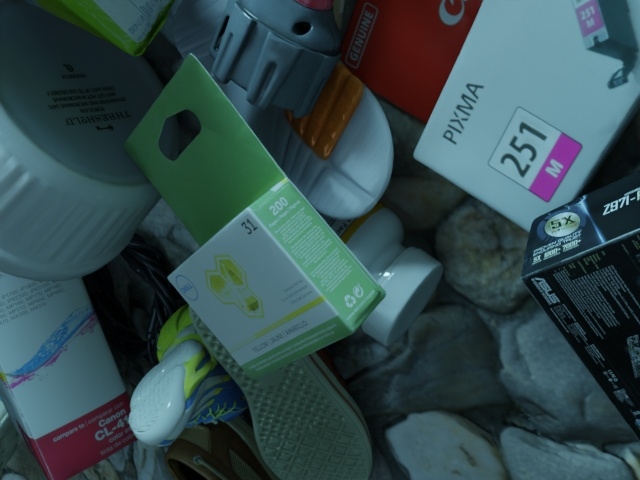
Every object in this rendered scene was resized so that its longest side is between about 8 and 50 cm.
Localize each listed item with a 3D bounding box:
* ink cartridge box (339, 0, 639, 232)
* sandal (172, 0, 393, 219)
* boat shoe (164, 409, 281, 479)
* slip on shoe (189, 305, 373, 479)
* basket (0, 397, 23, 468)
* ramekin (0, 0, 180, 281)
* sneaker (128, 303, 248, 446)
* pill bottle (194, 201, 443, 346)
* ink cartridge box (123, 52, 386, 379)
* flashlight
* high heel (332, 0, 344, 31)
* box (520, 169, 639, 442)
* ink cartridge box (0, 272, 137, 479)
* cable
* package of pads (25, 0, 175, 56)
[{"bbox_3d":[0.129,-0.170,0.583,0.239,0.060,0.275,35,131,15],"label":"ink cartridge box"},{"bbox_3d":[-0.021,-0.128,0.703,0.102,0.076,0.265,-49,66,19],"label":"sandal"},{"bbox_3d":[-0.072,0.350,0.994,0.324,0.120,0.122,51,134,2],"label":"boat shoe"},{"bbox_3d":[-0.030,0.143,0.866,0.123,0.101,0.331,-18,117,17],"label":"slip on shoe"},{"bbox_3d":[-0.558,0.211,1.209,0.289,0.255,0.201,17,128,7],"label":"basket"},{"bbox_3d":[-0.256,-0.109,0.784,0.127,0.273,0.273,-34,92,32],"label":"ramekin"},{"bbox_3d":[-0.118,0.156,0.871,0.091,0.240,0.126,-38,107,17],"label":"sneaker"},{"bbox_3d":[0.000,0.000,0.739,0.208,0.117,0.117,34,131,18],"label":"pill bottle"},{"bbox_3d":[-0.077,-0.008,0.668,0.235,0.056,0.171,50,143,-5],"label":"ink cartridge box"},{"bbox_3d":[0.025,-0.224,0.551,0.103,0.103,0.304,16,123,-20],"label":"flashlight"},{"bbox_3d":[-0.066,-0.289,0.677,0.186,0.093,0.261,37,158,54],"label":"high heel"},{"bbox_3d":[0.249,0.043,0.560,0.147,0.077,0.180,-28,110,35],"label":"box"},{"bbox_3d":[-0.356,0.110,1.025,0.226,0.131,0.306,20,128,56],"label":"ink cartridge box"},{"bbox_3d":[-0.227,0.068,1.010,0.150,0.047,0.184,-15,100,37],"label":"cable"},{"bbox_3d":[-0.245,-0.271,0.588,0.229,0.101,0.296,30,173,29],"label":"package of pads"}]
